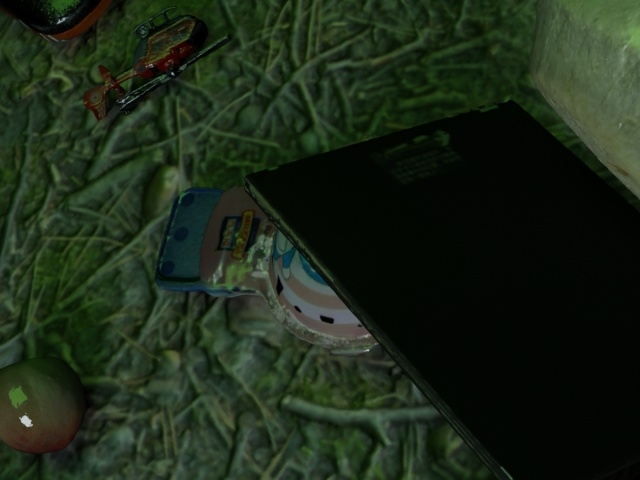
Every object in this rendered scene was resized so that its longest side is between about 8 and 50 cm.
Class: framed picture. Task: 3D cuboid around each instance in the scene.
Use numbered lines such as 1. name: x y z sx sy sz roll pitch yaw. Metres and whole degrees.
1. framed picture: 0.138 0.025 1.092 0.255 0.014 0.338 -18 48 -29

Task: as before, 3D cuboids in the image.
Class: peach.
1. peach: -0.228 0.132 1.256 0.083 0.083 0.083 -11 60 20

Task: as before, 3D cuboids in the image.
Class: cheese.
1. cheese: 0.000 0.000 1.224 0.286 0.074 0.189 2 63 27

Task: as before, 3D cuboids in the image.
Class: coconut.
1. coconut: 0.286 -0.146 1.071 0.266 0.237 0.237 -47 54 2

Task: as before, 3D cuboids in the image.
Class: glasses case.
1. glasses case: -0.294 -0.277 1.516 0.103 0.067 0.267 -48 54 -7

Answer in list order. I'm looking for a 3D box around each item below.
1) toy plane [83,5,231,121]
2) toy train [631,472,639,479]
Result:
1. toy plane: -0.150 -0.160 1.404 0.145 0.037 0.060 -31 65 2
2. toy train: 0.157 0.278 0.948 0.429 0.178 0.249 -40 42 -1
